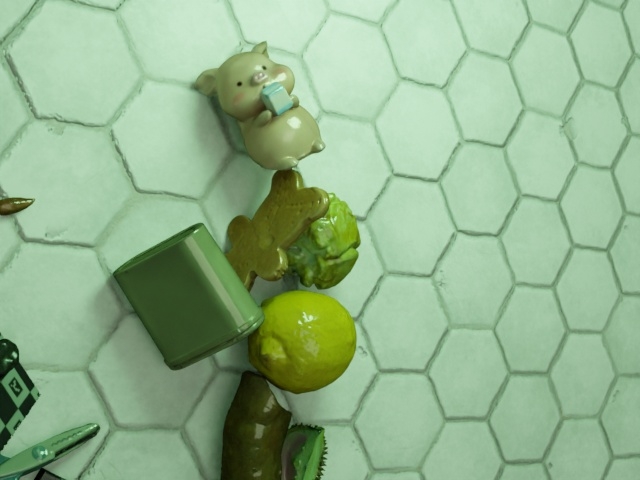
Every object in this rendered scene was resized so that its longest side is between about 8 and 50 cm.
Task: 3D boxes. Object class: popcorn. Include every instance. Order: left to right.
[{"bbox_3d":[0.000,0.000,1.881,0.204,0.183,0.221,-22,111,-68],"label":"popcorn"}]

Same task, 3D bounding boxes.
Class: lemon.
[{"bbox_3d":[-0.039,0.222,1.822,0.288,0.233,0.234,-9,94,-55],"label":"lemon"}]

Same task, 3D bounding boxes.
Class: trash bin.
[{"bbox_3d":[-0.274,0.117,1.709,0.243,0.121,0.248,-26,104,16],"label":"trash bin"}]

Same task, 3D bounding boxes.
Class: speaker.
[{"bbox_3d":[-0.493,0.526,1.668,0.191,0.040,0.046,36,73,-25],"label":"speaker"}]

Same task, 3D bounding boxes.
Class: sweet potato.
[{"bbox_3d":[-0.607,-0.068,1.612,0.095,0.034,0.034,-12,95,-29],"label":"sweet potato"},{"bbox_3d":[-0.152,0.472,1.809,0.157,0.157,0.370,11,89,-30],"label":"sweet potato"}]

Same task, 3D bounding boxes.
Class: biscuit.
[{"bbox_3d":[-0.122,0.002,1.800,0.047,0.216,0.340,30,97,-45],"label":"biscuit"}]

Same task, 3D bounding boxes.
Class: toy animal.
[{"bbox_3d":[-0.124,-0.288,1.795,0.195,0.213,0.256,-29,108,-17],"label":"toy animal"}]

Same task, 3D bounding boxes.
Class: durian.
[{"bbox_3d":[-0.056,0.532,1.895,0.095,0.137,0.221,43,59,-59],"label":"durian"}]

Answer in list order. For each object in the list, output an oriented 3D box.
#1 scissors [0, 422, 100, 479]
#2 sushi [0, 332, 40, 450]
[{"bbox_3d":[-0.564,0.428,1.612,0.289,0.041,0.138,-21,61,-38],"label":"scissors"},{"bbox_3d":[-0.614,0.211,1.430,0.064,0.359,0.343,-24,107,9],"label":"sushi"}]
